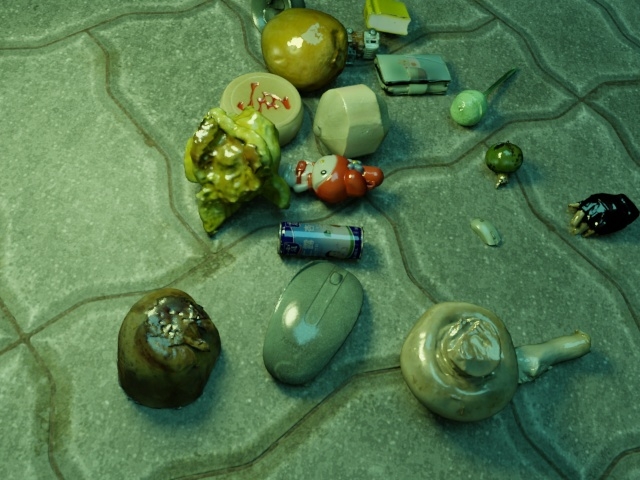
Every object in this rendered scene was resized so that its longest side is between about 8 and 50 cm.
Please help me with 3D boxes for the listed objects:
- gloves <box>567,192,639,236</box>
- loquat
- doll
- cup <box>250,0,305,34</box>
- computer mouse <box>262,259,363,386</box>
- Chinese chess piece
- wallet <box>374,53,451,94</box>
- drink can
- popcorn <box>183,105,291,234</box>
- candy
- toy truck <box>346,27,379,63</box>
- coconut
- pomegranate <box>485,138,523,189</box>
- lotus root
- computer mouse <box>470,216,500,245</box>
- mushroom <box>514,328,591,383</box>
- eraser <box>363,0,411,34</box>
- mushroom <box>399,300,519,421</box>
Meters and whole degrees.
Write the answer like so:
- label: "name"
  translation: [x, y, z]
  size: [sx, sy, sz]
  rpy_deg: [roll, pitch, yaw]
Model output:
- label: "gloves"
  translation: [0.866, -0.080, 1.766]
  size: [0.203, 0.124, 0.164]
  rpy_deg: [-19, 45, -28]
- label: "loquat"
  translation: [-0.052, -0.638, 1.866]
  size: [0.284, 0.276, 0.276]
  rpy_deg: [40, 61, 18]
- label: "doll"
  translation: [0.040, -0.183, 1.673]
  size: [0.290, 0.130, 0.161]
  rpy_deg: [6, 44, 11]
- label: "cup"
  translation: [-0.131, -0.834, 2.030]
  size: [0.199, 0.199, 0.150]
  rpy_deg: [44, 44, 17]
- label: "computer mouse"
  translation: [-0.011, 0.193, 1.448]
  size: [0.203, 0.114, 0.374]
  rpy_deg: [24, 57, 7]
- label: "Chinese chess piece"
  translation: [-0.185, -0.412, 1.793]
  size: [0.273, 0.102, 0.273]
  rpy_deg: [4, 58, -7]
- label: "wallet"
  translation: [0.324, -0.595, 2.004]
  size: [0.250, 0.075, 0.176]
  rpy_deg: [-3, 56, -10]
- label: "drink can"
  translation: [0.000, 0.000, 1.578]
  size: [0.235, 0.097, 0.097]
  rpy_deg: [5, 58, -7]
- label: "popcorn"
  translation: [-0.220, -0.204, 1.581]
  size: [0.325, 0.321, 0.290]
  rpy_deg: [24, 39, -14]
- label: "candy"
  translation: [0.602, -0.532, 2.007]
  size: [0.119, 0.119, 0.440]
  rpy_deg: [40, 54, 15]
- label: "toy truck"
  translation: [0.125, -0.693, 2.028]
  size: [0.177, 0.080, 0.115]
  rpy_deg: [-1, 64, -9]
- label: "coconut"
  translation: [0.085, -0.367, 1.745]
  size: [0.241, 0.241, 0.241]
  rpy_deg: [4, 58, -7]
- label: "pomegranate"
  translation: [0.591, -0.245, 1.825]
  size: [0.122, 0.122, 0.162]
  rpy_deg: [3, 96, -8]
- label: "lotus root"
  translation: [-0.359, 0.242, 1.332]
  size: [0.272, 0.192, 0.272]
  rpy_deg: [8, 54, -12]
- label: "computer mouse"
  translation: [0.506, -0.030, 1.715]
  size: [0.055, 0.032, 0.110]
  rpy_deg: [-27, 67, -22]
- label: "mushroom"
  translation: [0.597, 0.303, 1.495]
  size: [0.277, 0.096, 0.099]
  rpy_deg: [-13, 63, -21]
- label: "eraser"
  translation: [0.244, -0.837, 2.099]
  size: [0.157, 0.069, 0.226]
  rpy_deg: [9, 37, -7]
- label: "mushroom"
  translation: [0.350, 0.274, 1.353]
  size: [0.297, 0.290, 0.298]
  rpy_deg: [4, 61, -7]
